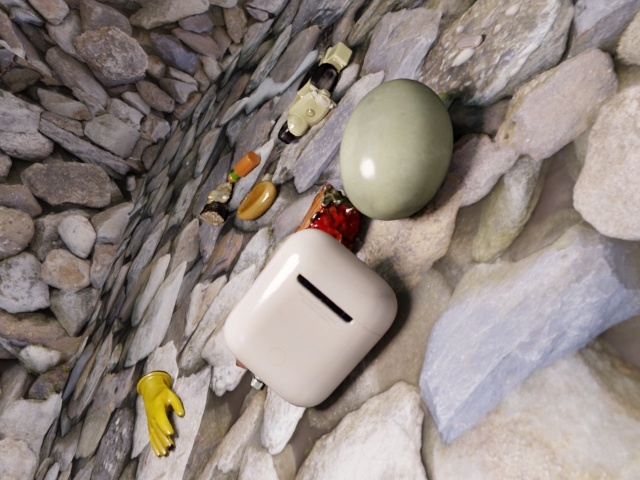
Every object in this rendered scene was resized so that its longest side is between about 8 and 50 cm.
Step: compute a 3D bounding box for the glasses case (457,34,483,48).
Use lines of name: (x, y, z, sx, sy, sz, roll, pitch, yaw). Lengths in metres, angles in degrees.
glasses case: (0.401, -0.532, 1.453, 0.032, 0.021, 0.083, -58, 29, -5)

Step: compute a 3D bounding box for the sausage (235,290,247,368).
sausage: (-0.200, 0.241, 1.576, 0.074, 0.074, 0.274, -40, 32, 29)

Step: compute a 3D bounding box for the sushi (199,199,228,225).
sushi: (-0.447, -0.113, 2.284, 0.150, 0.090, 0.078, -7, 47, 48)

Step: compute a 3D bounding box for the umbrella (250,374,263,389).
umbrella: (-0.132, 0.302, 1.431, 0.188, 0.046, 0.050, -62, -8, -8)

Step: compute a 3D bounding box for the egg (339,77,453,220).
egg: (0.174, -0.212, 1.251, 0.258, 0.258, 0.352, -10, 53, 53)

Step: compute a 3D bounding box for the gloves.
gloves: (-0.510, 0.563, 1.738, 0.294, 0.116, 0.133, 52, 135, 51)

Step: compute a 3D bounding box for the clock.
clock: (-0.024, -0.551, 2.037, 0.276, 0.120, 0.379, -20, 45, 55)

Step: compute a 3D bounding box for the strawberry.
strawberry: (0.005, -0.003, 1.431, 0.280, 0.150, 0.253, -59, 8, 3)

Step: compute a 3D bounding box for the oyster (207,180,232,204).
oyster: (-0.439, -0.204, 2.376, 0.191, 0.081, 0.163, 7, 64, 55)

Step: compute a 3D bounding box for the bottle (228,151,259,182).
bottle: (-0.337, -0.308, 2.326, 0.187, 0.069, 0.069, -32, 37, 41)

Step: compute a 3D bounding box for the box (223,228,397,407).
box: (-0.027, 0.171, 1.176, 0.349, 0.288, 0.141, -51, -5, 12)

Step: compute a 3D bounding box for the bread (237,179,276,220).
bread: (-0.227, -0.143, 1.990, 0.189, 0.077, 0.114, -43, 52, 23)
